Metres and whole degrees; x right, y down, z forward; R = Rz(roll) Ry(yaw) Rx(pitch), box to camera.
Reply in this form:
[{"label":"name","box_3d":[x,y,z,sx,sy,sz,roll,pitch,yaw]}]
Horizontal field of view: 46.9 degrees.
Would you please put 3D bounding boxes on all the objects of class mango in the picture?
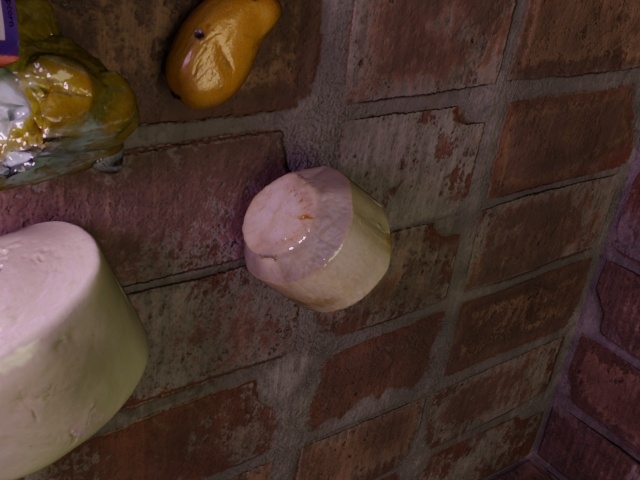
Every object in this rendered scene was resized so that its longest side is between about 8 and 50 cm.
[{"label":"mango","box_3d":[-0.180,-0.355,1.336,0.262,0.109,0.157,-52,127,-7]}]

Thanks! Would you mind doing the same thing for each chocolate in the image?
[{"label":"chocolate","box_3d":[-0.386,-0.192,1.290,0.072,0.072,0.167,-23,129,-27]}]

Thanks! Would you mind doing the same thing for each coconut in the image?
[{"label":"coconut","box_3d":[0.000,0.000,1.591,0.323,0.323,0.323,-21,129,-29]}]

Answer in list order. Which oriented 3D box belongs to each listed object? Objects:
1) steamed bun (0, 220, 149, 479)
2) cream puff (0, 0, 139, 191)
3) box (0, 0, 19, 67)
[{"label":"steamed bun","box_3d":[-0.528,0.218,1.276,0.456,0.290,0.371,-32,134,-20]},{"label":"cream puff","box_3d":[-0.442,-0.224,1.109,0.323,0.270,0.274,-17,176,15]},{"label":"box","box_3d":[-0.558,-0.326,0.782,0.348,0.256,0.319,-11,94,-53]}]
